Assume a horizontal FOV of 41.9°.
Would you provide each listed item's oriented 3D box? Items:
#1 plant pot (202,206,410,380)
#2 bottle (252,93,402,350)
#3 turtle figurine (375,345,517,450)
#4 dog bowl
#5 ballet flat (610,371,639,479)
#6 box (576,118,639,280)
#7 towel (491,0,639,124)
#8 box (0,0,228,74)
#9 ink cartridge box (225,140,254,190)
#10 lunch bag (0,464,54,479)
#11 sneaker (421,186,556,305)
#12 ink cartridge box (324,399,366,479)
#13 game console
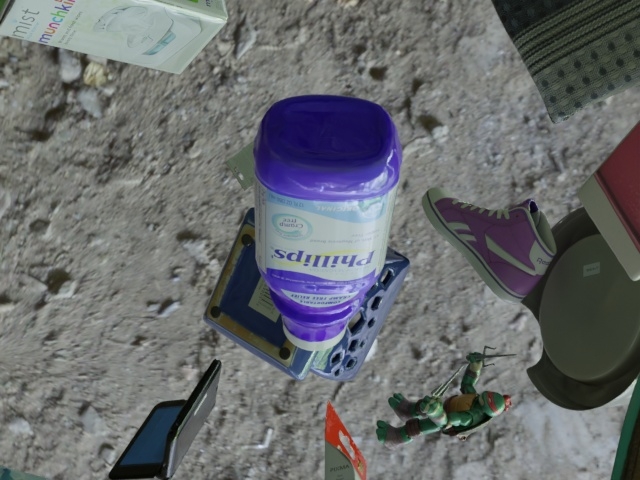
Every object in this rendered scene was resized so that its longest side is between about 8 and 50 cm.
[{"bbox_3d":[-0.034,0.081,1.329,0.236,0.212,0.235,29,101,25],"label":"plant pot"},{"bbox_3d":[0.000,0.000,0.742,0.118,0.282,0.092,3,52,-2],"label":"bottle"},{"bbox_3d":[0.206,0.260,1.328,0.175,0.234,0.118,-20,83,-57],"label":"turtle figurine"},{"bbox_3d":[0.478,0.116,1.402,0.102,0.349,0.348,14,78,-24],"label":"dog bowl"},{"bbox_3d":[0.203,0.205,0.474,0.342,0.124,0.116,-56,142,-27],"label":"ballet flat"},{"bbox_3d":[0.401,-0.077,0.865,0.149,0.232,0.126,-18,67,-19],"label":"box"},{"bbox_3d":[0.304,-0.317,0.793,0.324,0.056,0.312,-26,87,11],"label":"towel"},{"bbox_3d":[-0.251,-0.351,0.959,0.231,0.127,0.261,4,63,-38],"label":"box"},{"bbox_3d":[-0.092,-0.137,1.381,0.115,0.029,0.062,-35,83,9],"label":"ink cartridge box"},{"bbox_3d":[-0.275,0.233,0.601,0.129,0.096,0.151,29,39,-27],"label":"lunch bag"},{"bbox_3d":[0.310,-0.037,1.496,0.102,0.161,0.282,0,41,-47],"label":"sneaker"},{"bbox_3d":[0.050,0.299,0.998,0.179,0.045,0.145,-85,154,-49],"label":"ink cartridge box"},{"bbox_3d":[-0.163,0.187,0.878,0.071,0.107,0.122,19,35,7],"label":"game console"}]
